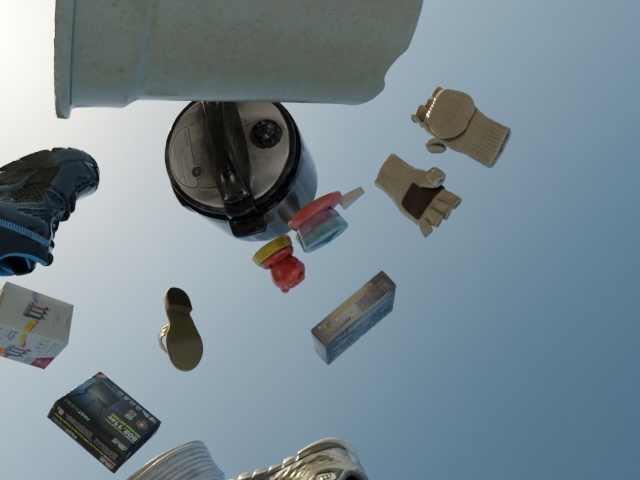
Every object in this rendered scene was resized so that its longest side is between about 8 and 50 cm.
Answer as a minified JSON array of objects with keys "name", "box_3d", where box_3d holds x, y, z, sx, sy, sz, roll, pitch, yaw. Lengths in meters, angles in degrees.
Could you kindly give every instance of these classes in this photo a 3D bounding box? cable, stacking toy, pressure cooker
[{"name":"cable","box_3d":[-0.276,0.455,1.013,0.089,0.257,0.257,40,-79,24]},{"name":"stacking toy","box_3d":[0.000,0.000,1.611,0.130,0.279,0.309,56,-46,10]},{"name":"pressure cooker","box_3d":[-0.209,-0.210,1.624,0.370,0.420,0.375,33,-95,13]}]

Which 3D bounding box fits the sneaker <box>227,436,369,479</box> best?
[{"name":"sneaker","box_3d":[-0.047,0.299,0.653,0.228,0.086,0.132,-29,-172,-12]}]

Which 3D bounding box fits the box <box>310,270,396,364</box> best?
[{"name":"box","box_3d":[0.083,0.195,1.499,0.231,0.183,0.056,-39,-112,-14]}]

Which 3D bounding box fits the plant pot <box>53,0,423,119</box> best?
[{"name":"plant pot","box_3d":[-0.079,-0.263,0.585,0.334,0.305,0.334,-175,-90,-68]}]

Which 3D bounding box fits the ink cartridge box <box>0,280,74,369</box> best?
[{"name":"ink cartridge box","box_3d":[-0.717,0.207,1.469,0.128,0.176,0.127,-41,-141,27]}]

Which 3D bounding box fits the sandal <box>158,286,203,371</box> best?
[{"name":"sandal","box_3d":[-0.325,0.218,1.362,0.079,0.088,0.240,-52,-142,28]}]

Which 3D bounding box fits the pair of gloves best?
[{"name":"pair of gloves","box_3d":[0.202,-0.147,1.077,0.240,0.042,0.204,-57,-134,22]}]

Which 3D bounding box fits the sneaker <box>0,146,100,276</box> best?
[{"name":"sneaker","box_3d":[-0.378,-0.025,0.748,0.125,0.140,0.341,-24,-170,20]}]

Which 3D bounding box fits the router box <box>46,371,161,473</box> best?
[{"name":"router box","box_3d":[-0.296,0.247,0.836,0.122,0.092,0.038,37,-69,6]}]
